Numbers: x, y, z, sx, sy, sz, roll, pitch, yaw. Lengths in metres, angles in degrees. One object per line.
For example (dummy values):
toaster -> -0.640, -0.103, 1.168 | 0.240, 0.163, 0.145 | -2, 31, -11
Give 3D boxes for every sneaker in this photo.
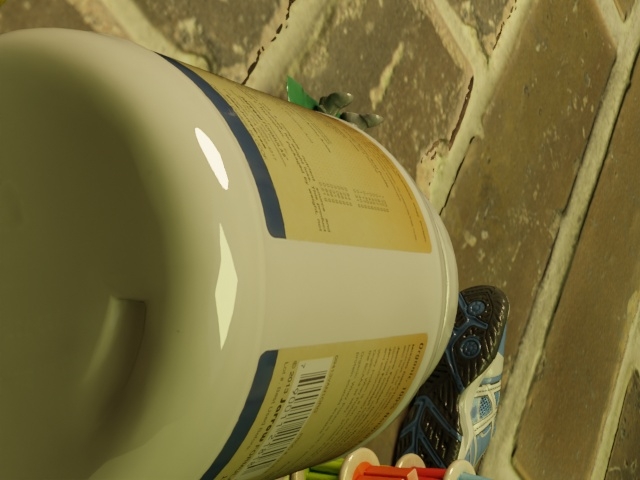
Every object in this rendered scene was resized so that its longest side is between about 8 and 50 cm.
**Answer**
sneaker -> 0.133, 0.144, 0.922 | 0.081, 0.080, 0.211 | 39, 69, -50

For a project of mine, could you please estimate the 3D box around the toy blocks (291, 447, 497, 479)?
toy blocks -> 0.070, 0.198, 0.774 | 0.123, 0.148, 0.054 | 22, 71, -49

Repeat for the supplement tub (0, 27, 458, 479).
supplement tub -> -0.064, 0.026, 0.537 | 0.316, 0.228, 0.228 | 7, 82, -63

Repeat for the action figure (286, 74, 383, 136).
action figure -> 0.000, 0.000, 0.775 | 0.137, 0.064, 0.232 | 23, 74, -51

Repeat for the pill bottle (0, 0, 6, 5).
pill bottle -> -0.169, -0.244, 0.478 | 0.188, 0.188, 0.334 | 56, 48, -32
